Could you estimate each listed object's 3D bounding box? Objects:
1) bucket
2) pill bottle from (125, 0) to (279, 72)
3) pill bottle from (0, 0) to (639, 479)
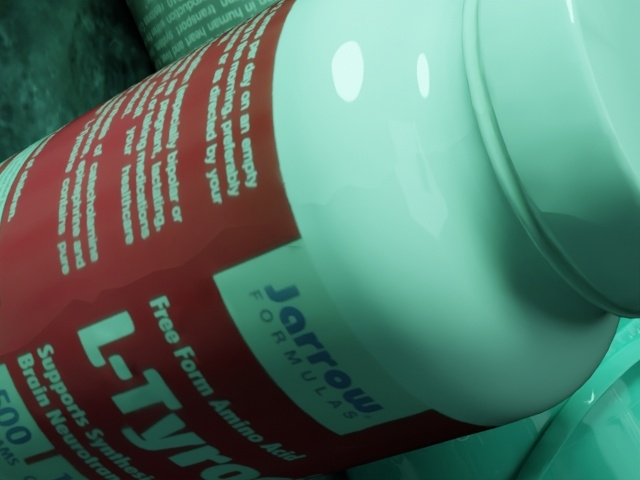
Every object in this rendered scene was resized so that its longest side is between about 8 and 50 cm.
[{"bbox_3d":[0.158,0.168,0.905,0.281,0.281,0.183,-31,94,-53],"label":"bucket"},{"bbox_3d":[-0.022,-0.162,0.893,0.204,0.204,0.361,-24,91,-53],"label":"pill bottle"},{"bbox_3d":[0.000,0.000,0.664,0.229,0.408,0.229,27,52,-41],"label":"pill bottle"}]
